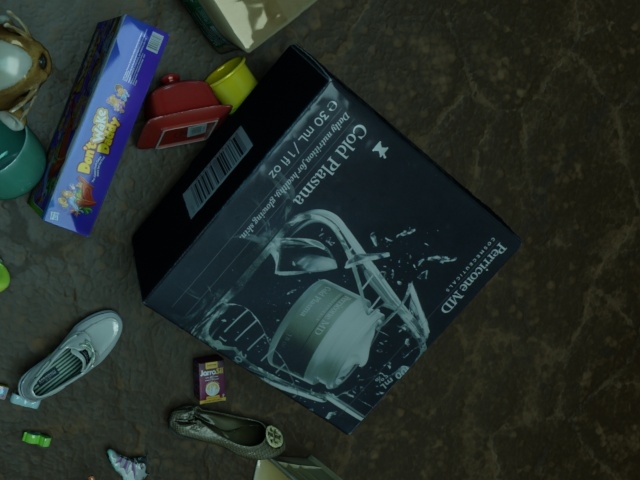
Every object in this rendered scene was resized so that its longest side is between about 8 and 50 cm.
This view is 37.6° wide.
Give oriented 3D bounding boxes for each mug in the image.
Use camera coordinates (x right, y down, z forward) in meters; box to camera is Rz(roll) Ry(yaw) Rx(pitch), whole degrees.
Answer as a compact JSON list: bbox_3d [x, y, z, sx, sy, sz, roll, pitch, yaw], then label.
[{"bbox_3d":[-0.519,-0.143,1.577,0.158,0.129,0.097,-51,151,-17],"label":"mug"}]

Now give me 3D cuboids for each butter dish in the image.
[{"bbox_3d":[-0.255,-0.242,1.681,0.160,0.160,0.118,-13,80,-21],"label":"butter dish"}]

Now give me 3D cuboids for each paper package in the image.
[{"bbox_3d":[-0.135,-0.542,1.657,0.309,0.168,0.325,-40,112,-11],"label":"paper package"}]

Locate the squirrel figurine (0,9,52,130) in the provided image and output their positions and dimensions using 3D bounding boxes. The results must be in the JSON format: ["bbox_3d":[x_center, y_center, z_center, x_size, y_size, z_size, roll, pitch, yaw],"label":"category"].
[{"bbox_3d":[-0.614,-0.251,1.398,0.370,0.397,0.281,-19,98,-53],"label":"squirrel figurine"}]

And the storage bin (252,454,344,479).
[{"bbox_3d":[-0.042,0.582,1.835,0.123,0.260,0.262,11,94,-28],"label":"storage bin"}]

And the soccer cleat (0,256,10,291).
[{"bbox_3d":[-0.671,0.035,1.578,0.289,0.093,0.121,22,120,-29],"label":"soccer cleat"}]

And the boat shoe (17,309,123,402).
[{"bbox_3d":[-0.432,0.211,1.676,0.226,0.076,0.083,-46,112,-27],"label":"boat shoe"}]

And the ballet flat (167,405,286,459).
[{"bbox_3d":[-0.175,0.369,1.835,0.250,0.084,0.058,19,125,-21],"label":"ballet flat"}]

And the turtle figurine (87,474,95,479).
[{"bbox_3d":[-0.468,0.562,1.739,0.217,0.087,0.269,-15,113,-13],"label":"turtle figurine"}]

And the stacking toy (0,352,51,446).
[{"bbox_3d":[-0.561,0.272,1.669,0.221,0.052,0.167,18,91,-26],"label":"stacking toy"}]

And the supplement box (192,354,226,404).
[{"bbox_3d":[-0.215,0.270,1.823,0.055,0.043,0.083,-6,101,-22],"label":"supplement box"}]

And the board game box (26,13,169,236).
[{"bbox_3d":[-0.379,-0.195,1.571,0.078,0.233,0.347,22,89,-25],"label":"board game box"}]

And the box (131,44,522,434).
[{"bbox_3d":[0.000,0.000,1.677,0.472,0.297,0.480,36,100,-26],"label":"box"}]

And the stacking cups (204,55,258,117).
[{"bbox_3d":[-0.090,-0.199,1.781,0.096,0.096,0.316,-44,116,-11],"label":"stacking cups"}]

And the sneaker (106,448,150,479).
[{"bbox_3d":[-0.360,0.420,1.791,0.069,0.038,0.098,-34,120,-17],"label":"sneaker"}]
